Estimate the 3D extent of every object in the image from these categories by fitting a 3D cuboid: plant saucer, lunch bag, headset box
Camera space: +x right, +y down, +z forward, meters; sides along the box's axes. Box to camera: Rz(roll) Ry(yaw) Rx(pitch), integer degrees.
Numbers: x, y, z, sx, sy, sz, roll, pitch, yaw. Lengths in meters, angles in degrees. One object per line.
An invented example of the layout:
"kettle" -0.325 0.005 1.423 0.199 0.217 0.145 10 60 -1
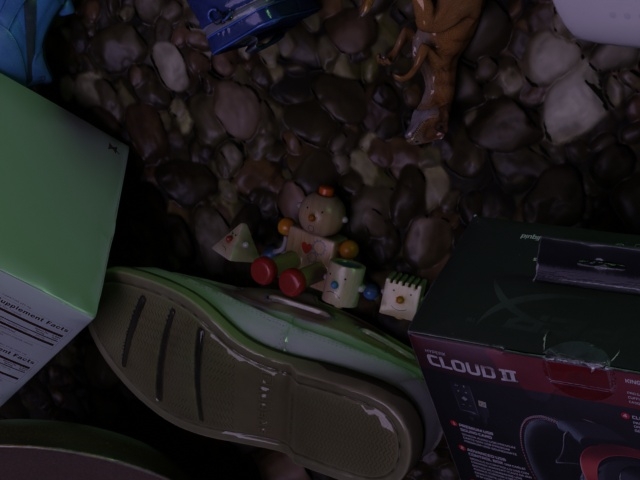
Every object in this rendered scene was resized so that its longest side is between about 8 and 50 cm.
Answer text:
"plant saucer" -0.219 0.228 1.226 0.310 0.050 0.311 3 143 2
"lunch bag" -0.048 -0.169 1.041 0.067 0.098 0.065 -25 95 31
"headset box" 0.194 0.113 0.901 0.218 0.110 0.293 7 137 31

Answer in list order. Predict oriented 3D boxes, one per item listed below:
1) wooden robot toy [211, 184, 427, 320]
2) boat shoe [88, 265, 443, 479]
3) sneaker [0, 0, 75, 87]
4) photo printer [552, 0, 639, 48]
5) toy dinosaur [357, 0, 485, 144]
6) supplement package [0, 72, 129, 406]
"wooden robot toy" 0.000 0.000 1.089 0.173 0.076 0.079 20 105 26
"boat shoe" -0.041 0.093 1.122 0.302 0.103 0.113 24 119 23
"sneaker" -0.237 -0.227 1.176 0.069 0.082 0.209 -156 72 -69
"photo printer" 0.226 -0.264 0.822 0.256 0.107 0.308 -7 102 33
"toy dinosaur" 0.089 -0.170 0.988 0.112 0.064 0.211 19 115 -9
"supplement package" -0.279 0.010 1.166 0.149 0.194 0.203 30 130 -25
